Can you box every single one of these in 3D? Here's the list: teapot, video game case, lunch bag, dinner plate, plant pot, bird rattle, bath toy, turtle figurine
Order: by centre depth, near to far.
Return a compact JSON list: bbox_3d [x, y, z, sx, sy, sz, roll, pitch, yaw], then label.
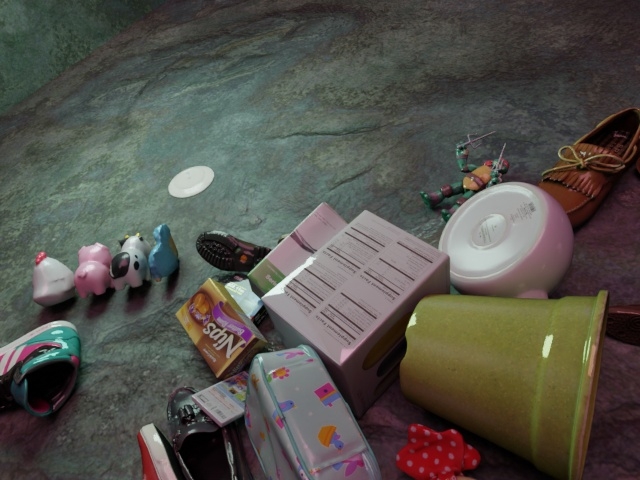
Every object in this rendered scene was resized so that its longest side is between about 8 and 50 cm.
[{"bbox_3d":[0.194,0.382,0.654,0.254,0.143,0.206,23,73,36],"label":"bird rattle"},{"bbox_3d":[-0.023,0.308,0.721,0.108,0.224,0.279,-11,41,-24],"label":"lunch bag"},{"bbox_3d":[0.268,0.190,0.727,0.254,0.276,0.276,8,50,33],"label":"plant pot"},{"bbox_3d":[-0.157,0.284,0.879,0.087,0.011,0.122,26,26,35],"label":"video game case"},{"bbox_3d":[0.359,0.026,0.905,0.256,0.187,0.252,-59,30,-9],"label":"teapot"},{"bbox_3d":[0.354,-0.140,1.106,0.234,0.118,0.175,-40,32,-1],"label":"turtle figurine"},{"bbox_3d":[-0.528,0.058,1.171,0.348,0.129,0.151,-14,11,2],"label":"bath toy"},{"bbox_3d":[-0.383,-0.178,1.430,0.141,0.017,0.141,-9,44,8],"label":"dinner plate"}]

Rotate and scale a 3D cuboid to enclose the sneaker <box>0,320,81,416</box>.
[{"bbox_3d":[-0.614,0.301,0.974,0.296,0.123,0.178,-36,39,-19],"label":"sneaker"}]

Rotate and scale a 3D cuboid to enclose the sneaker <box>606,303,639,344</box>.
[{"bbox_3d":[0.575,0.137,0.824,0.189,0.066,0.071,10,34,18],"label":"sneaker"}]

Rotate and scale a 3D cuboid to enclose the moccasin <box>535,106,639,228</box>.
[{"bbox_3d":[0.573,-0.156,1.031,0.380,0.147,0.139,-34,47,-16],"label":"moccasin"}]

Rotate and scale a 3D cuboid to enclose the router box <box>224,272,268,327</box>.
[{"bbox_3d":[-0.165,0.132,1.052,0.123,0.038,0.092,20,55,31],"label":"router box"}]

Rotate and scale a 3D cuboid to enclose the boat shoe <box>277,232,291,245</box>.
[{"bbox_3d":[0.000,0.000,1.115,0.190,0.068,0.072,5,20,12],"label":"boat shoe"}]

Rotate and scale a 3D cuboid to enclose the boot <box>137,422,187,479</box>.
[{"bbox_3d":[-0.295,0.433,0.775,0.176,0.088,0.244,-31,50,-11],"label":"boot"}]

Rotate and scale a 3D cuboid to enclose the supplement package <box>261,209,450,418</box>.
[{"bbox_3d":[0.075,0.126,0.873,0.263,0.199,0.198,-40,50,-21],"label":"supplement package"}]

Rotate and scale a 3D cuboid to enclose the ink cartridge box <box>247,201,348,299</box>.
[{"bbox_3d":[-0.039,0.041,0.968,0.087,0.153,0.208,42,75,9],"label":"ink cartridge box"}]

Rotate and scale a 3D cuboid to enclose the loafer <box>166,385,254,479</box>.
[{"bbox_3d":[-0.187,0.350,0.811,0.109,0.095,0.302,-32,47,-14],"label":"loafer"}]

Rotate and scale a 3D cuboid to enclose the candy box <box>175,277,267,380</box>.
[{"bbox_3d":[-0.202,0.177,0.978,0.109,0.053,0.187,-46,54,1],"label":"candy box"}]

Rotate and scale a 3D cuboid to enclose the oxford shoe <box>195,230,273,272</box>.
[{"bbox_3d":[-0.180,0.038,1.115,0.227,0.096,0.082,19,89,15],"label":"oxford shoe"}]

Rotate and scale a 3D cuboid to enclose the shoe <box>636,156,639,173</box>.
[{"bbox_3d":[0.768,-0.119,1.012,0.076,0.058,0.219,-53,43,9],"label":"shoe"}]
